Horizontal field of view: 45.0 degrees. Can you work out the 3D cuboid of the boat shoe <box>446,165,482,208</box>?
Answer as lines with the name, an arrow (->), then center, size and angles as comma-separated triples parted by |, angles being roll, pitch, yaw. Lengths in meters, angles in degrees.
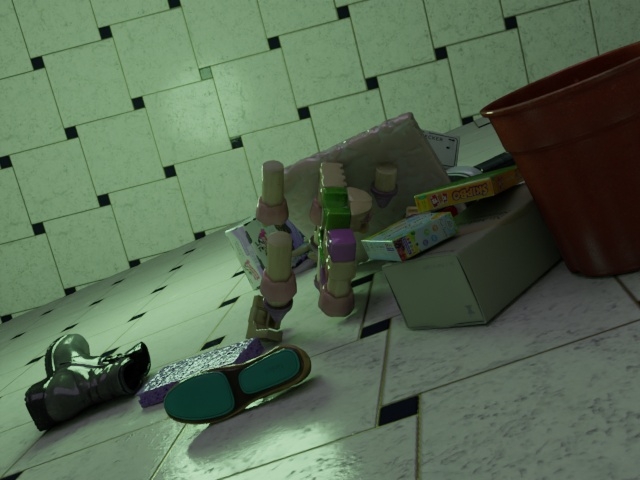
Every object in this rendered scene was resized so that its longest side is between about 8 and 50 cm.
boat shoe -> 0.236, -0.075, 1.722 | 0.306, 0.113, 0.105 | -16, 16, 49

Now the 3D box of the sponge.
sponge -> -0.213, 0.232, 1.367 | 0.210, 0.031, 0.117 | -21, 10, 20

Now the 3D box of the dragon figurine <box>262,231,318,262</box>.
dragon figurine -> 0.000, 0.000, 1.939 | 0.289, 0.085, 0.144 | -20, 7, -7

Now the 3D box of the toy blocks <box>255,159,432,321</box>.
toy blocks -> 0.036, 0.029, 1.449 | 0.308, 0.260, 0.289 | -1, 39, -6

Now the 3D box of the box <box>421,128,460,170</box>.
box -> 0.223, -0.185, 1.930 | 0.169, 0.087, 0.290 | 11, -16, -6

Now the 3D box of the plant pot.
plant pot -> 0.397, -0.109, 1.070 | 0.272, 0.265, 0.272 | -23, 9, 4

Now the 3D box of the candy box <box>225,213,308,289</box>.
candy box -> -0.130, 0.009, 1.970 | 0.070, 0.165, 0.196 | -18, 12, 37

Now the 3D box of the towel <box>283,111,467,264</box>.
towel -> 0.100, -0.090, 1.579 | 0.331, 0.317, 0.053 | -23, 45, 20

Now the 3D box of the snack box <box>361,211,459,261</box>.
snack box -> 0.131, -0.006, 1.160 | 0.100, 0.037, 0.141 | -28, 8, -14

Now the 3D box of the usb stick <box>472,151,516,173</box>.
usb stick -> 0.530, -0.228, 2.053 | 0.278, 0.045, 0.077 | -25, 9, -10

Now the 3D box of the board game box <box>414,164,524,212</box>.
board game box -> 0.257, -0.091, 1.266 | 0.124, 0.039, 0.259 | -13, 7, 30

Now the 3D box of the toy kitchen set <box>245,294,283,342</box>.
toy kitchen set -> -0.085, 0.148, 1.427 | 0.068, 0.083, 0.075 | 20, -18, -34

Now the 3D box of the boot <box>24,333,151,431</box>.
boot -> -0.451, 0.263, 1.586 | 0.222, 0.118, 0.338 | -21, 21, -1

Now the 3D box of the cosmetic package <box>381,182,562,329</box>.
cosmetic package -> 0.261, 0.014, 1.189 | 0.309, 0.113, 0.160 | -30, 11, -39

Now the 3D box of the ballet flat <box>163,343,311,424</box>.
ballet flat -> -0.118, 0.220, 1.147 | 0.232, 0.080, 0.073 | -19, -17, 12

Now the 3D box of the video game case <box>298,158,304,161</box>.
video game case -> 0.120, -0.140, 1.873 | 0.269, 0.061, 0.244 | -3, -19, 38

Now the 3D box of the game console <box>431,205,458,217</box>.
game console -> 0.210, -0.017, 1.569 | 0.144, 0.124, 0.085 | -24, 36, 1
